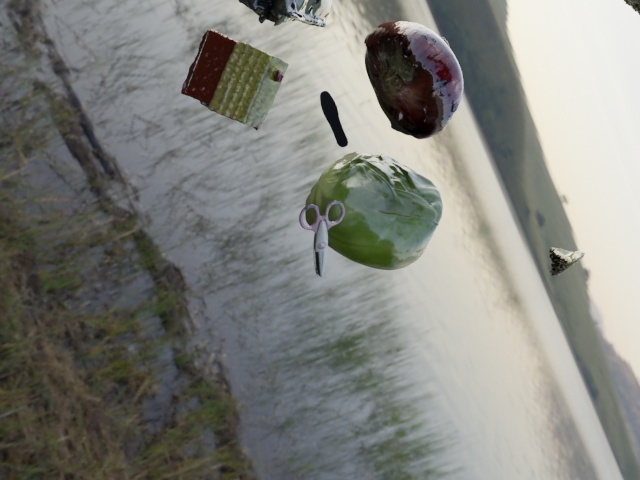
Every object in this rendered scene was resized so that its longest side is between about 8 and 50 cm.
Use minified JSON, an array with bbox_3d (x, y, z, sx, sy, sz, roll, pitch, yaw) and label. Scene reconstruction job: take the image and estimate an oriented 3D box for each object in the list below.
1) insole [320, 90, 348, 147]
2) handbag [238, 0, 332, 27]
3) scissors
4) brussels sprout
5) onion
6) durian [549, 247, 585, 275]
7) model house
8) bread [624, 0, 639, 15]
[{"bbox_3d":[0.030,-0.272,1.888,0.045,0.002,0.135,-22,90,-36],"label":"insole"},{"bbox_3d":[-0.043,-0.569,1.580,0.327,0.162,0.326,-63,166,-73],"label":"handbag"},{"bbox_3d":[0.000,0.000,1.543,0.022,0.085,0.176,-116,-158,-45],"label":"scissors"},{"bbox_3d":[0.128,-0.067,1.906,0.328,0.247,0.328,26,26,-14],"label":"brussels sprout"},{"bbox_3d":[0.217,-0.362,1.830,0.272,0.195,0.272,50,-18,22],"label":"onion"},{"bbox_3d":[0.467,0.043,1.598,0.130,0.066,0.052,-17,108,-69],"label":"durian"},{"bbox_3d":[-0.202,-0.400,2.131,0.254,0.196,0.160,30,9,41],"label":"model house"},{"bbox_3d":[0.586,-0.514,1.479,0.337,0.183,0.102,21,41,-52],"label":"bread"}]
